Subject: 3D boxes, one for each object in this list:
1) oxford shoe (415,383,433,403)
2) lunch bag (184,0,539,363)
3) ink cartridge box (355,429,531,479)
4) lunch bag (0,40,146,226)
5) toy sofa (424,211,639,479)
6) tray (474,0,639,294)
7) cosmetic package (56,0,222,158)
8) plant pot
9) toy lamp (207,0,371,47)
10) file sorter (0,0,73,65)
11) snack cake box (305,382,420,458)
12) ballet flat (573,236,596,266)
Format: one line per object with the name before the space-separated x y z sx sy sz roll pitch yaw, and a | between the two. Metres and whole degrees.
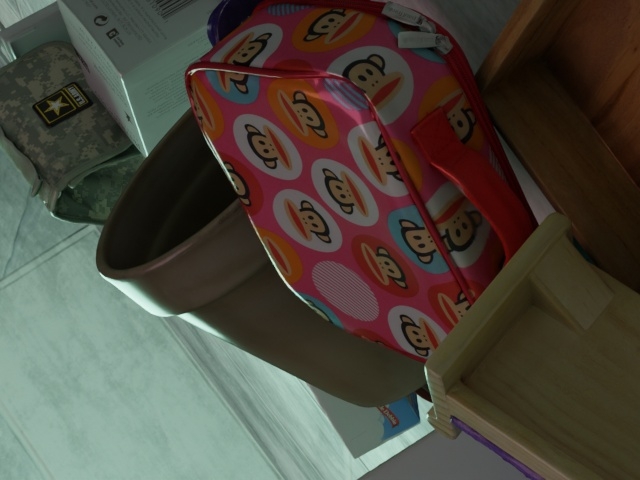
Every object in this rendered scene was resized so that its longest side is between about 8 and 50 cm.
oxford shoe | 0.042 0.020 1.775 0.348 0.123 0.130 60 171 -11
lunch bag | 0.051 -0.039 1.252 0.258 0.120 0.293 13 140 48
ink cartridge box | 0.127 0.246 1.469 0.160 0.279 0.385 57 -178 9
lunch bag | -0.271 -0.132 2.117 0.235 0.287 0.169 47 128 36
toy sofa | 0.252 0.156 1.106 0.362 0.150 0.177 34 162 24
tray | 0.215 -0.096 1.010 0.203 0.076 0.411 55 167 7
cosmetic package | -0.190 -0.223 1.945 0.151 0.151 0.183 51 165 27
plant pot | 0.000 0.000 1.563 0.280 0.323 0.323 45 171 -21
toy lamp | -0.031 -0.182 1.460 0.080 0.080 0.275 61 162 -19
file sorter | -0.335 -0.267 2.276 0.173 0.193 0.277 51 166 36
snack cake box | 0.037 0.134 1.945 0.152 0.089 0.264 59 -174 -8
ballet flat | 0.255 0.107 1.320 0.096 0.095 0.280 77 168 -80
